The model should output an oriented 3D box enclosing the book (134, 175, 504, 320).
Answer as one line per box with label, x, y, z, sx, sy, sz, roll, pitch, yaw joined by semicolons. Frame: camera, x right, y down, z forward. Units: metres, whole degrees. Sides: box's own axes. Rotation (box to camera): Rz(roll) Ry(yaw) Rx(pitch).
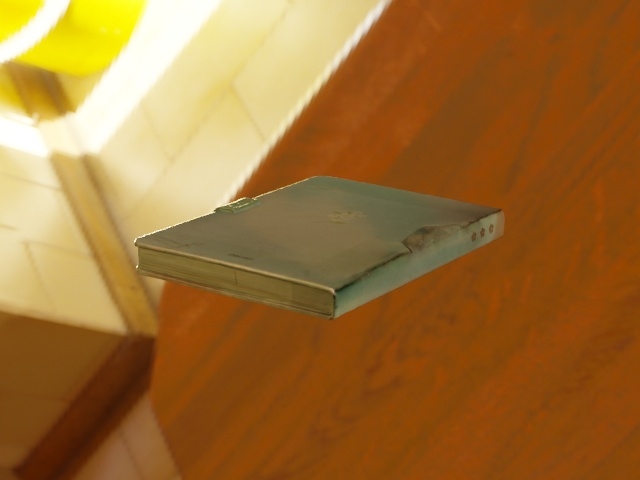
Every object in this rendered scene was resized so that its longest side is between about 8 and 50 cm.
book;0.000;0.000;0.589;0.103;0.135;0.017;12;110;32
